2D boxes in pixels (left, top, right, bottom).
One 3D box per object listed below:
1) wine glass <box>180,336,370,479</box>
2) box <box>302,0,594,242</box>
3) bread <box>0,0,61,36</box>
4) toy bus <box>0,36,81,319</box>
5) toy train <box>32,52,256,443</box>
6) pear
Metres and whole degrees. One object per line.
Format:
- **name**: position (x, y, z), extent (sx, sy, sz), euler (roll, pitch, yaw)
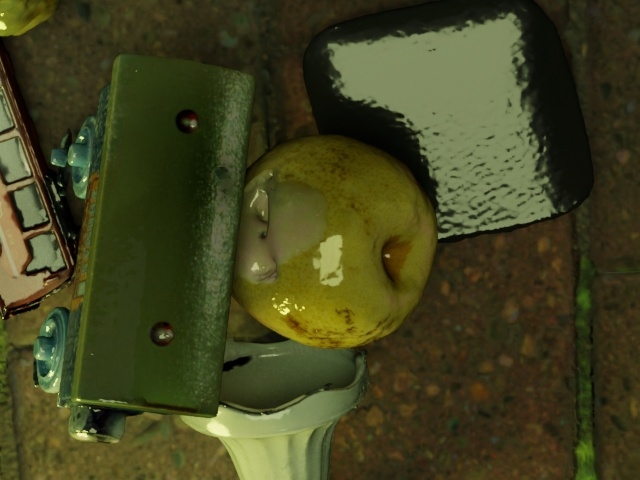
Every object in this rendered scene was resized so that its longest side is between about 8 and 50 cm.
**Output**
- **wine glass**: position (-0.033, 0.189, 1.636), extent (0.165, 0.165, 0.196), euler (-4, 109, 4)
- **box**: position (0.105, -0.098, 1.613), extent (0.212, 0.042, 0.201), euler (-14, 102, 6)
- **bread**: position (-0.279, -0.289, 1.545), extent (0.152, 0.130, 0.267), euler (-12, 100, -1)
- **toy bus**: position (-0.269, -0.055, 1.634), extent (0.096, 0.073, 0.235), euler (-20, 100, 1)
- **toy train**: position (-0.136, 0.007, 1.534), extent (0.131, 0.202, 0.299), euler (9, 80, -21)
- **pear**: position (0.000, 0.000, 1.549), extent (0.178, 0.178, 0.178), euler (1, 103, 3)
